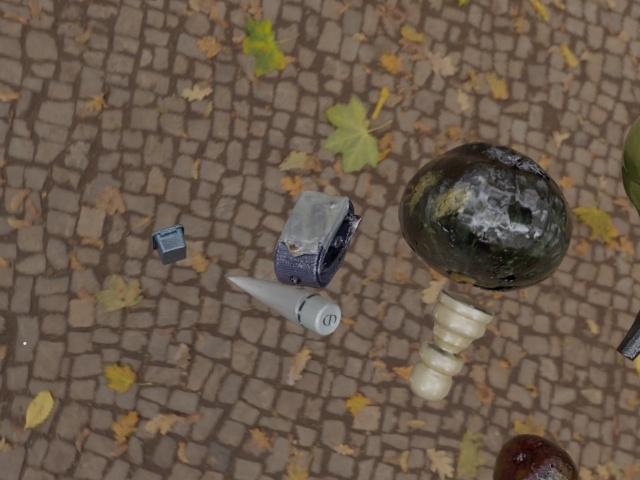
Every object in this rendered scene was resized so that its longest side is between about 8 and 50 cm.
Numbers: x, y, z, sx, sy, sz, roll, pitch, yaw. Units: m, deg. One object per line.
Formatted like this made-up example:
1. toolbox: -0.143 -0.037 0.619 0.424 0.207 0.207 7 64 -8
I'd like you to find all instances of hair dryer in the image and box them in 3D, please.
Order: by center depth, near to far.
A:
1. hair dryer: 0.272 0.068 0.590 0.031 0.083 0.079 33 94 -26

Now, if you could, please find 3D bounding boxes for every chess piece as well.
1. chess piece: 0.288 0.252 1.819 0.143 0.143 0.260 24 97 -16

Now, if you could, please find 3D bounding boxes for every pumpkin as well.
1. pumpkin: 0.421 -0.047 2.038 0.455 0.454 0.343 32 71 -14

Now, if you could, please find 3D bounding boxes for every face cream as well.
1. face cream: -0.085 0.139 1.846 0.143 0.314 0.089 12 95 -46

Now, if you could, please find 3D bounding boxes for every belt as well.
1. belt: 0.000 0.000 1.618 0.139 0.126 0.230 77 30 -41

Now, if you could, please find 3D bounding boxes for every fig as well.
1. fig: 0.559 0.652 1.987 0.217 0.217 0.320 -38 124 -21

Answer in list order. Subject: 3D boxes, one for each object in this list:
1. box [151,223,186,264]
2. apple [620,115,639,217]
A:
1. box: -0.331 0.012 1.730 0.074 0.099 0.054 -20 73 -17
2. apple: 0.755 -0.137 1.457 0.358 0.357 0.356 3 82 -20
